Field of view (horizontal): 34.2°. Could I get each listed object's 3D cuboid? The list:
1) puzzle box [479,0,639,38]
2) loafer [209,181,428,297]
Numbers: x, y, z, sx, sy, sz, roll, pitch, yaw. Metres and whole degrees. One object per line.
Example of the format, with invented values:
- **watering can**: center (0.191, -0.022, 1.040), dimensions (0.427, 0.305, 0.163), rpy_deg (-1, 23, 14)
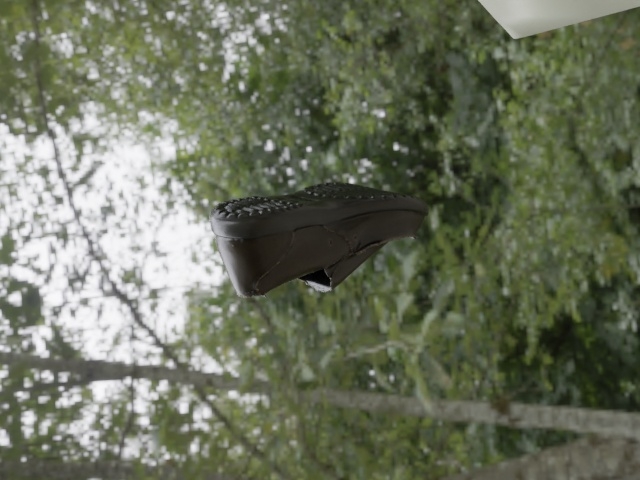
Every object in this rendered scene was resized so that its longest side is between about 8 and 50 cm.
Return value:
- **puzzle box**: center (0.170, -0.225, 0.421), dimensions (0.272, 0.409, 0.052), rpy_deg (39, -118, -32)
- **loafer**: center (0.000, 0.000, 0.834), dimensions (0.220, 0.080, 0.078), rpy_deg (-8, -74, -42)
